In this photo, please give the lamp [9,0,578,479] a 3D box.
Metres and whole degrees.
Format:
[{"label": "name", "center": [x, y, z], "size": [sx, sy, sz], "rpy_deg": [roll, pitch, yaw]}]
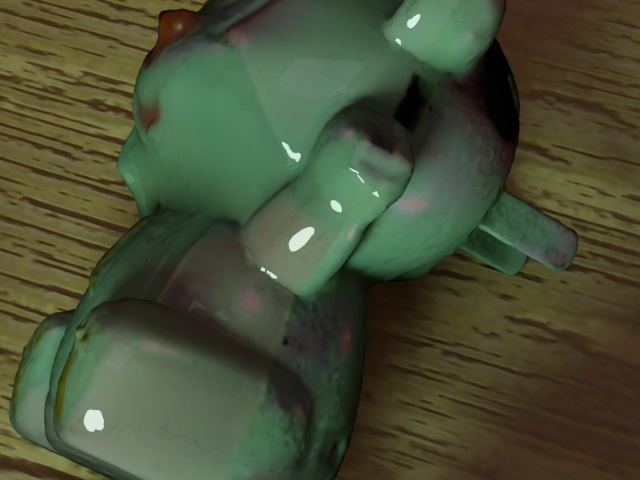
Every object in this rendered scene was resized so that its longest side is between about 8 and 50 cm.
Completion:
[{"label": "lamp", "center": [0.000, 0.000, 0.803], "size": [0.247, 0.247, 0.301], "rpy_deg": [28, 76, -14]}]
